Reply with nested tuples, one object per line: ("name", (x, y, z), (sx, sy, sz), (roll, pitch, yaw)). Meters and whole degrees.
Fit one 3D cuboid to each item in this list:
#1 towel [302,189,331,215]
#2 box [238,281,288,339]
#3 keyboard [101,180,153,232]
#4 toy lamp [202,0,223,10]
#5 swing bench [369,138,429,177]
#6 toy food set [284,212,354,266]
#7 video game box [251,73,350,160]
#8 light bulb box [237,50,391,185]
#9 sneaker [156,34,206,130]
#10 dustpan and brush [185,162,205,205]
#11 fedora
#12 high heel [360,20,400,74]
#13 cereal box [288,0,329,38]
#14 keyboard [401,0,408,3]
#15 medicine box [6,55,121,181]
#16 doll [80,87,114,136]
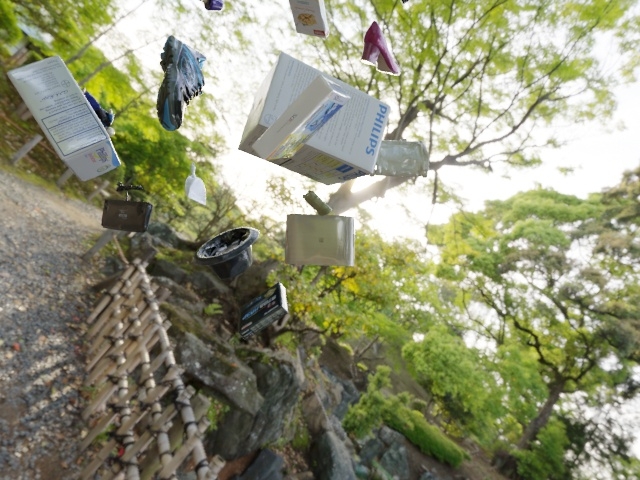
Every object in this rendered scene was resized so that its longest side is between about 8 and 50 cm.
("towel", (-0.014, -0.126, 1.389), (0.110, 0.027, 0.148), (43, -8, -9))
("box", (-0.241, 0.292, 1.678), (0.051, 0.220, 0.175), (52, 10, -27))
("keyboard", (-0.777, -0.137, 1.616), (0.317, 0.201, 0.033), (7, -3, 33))
("toy lamp", (-0.545, -1.045, 1.708), (0.275, 0.080, 0.080), (-3, 26, -43))
("swing bench", (0.288, -0.354, 1.704), (0.254, 0.165, 0.255), (-1, 12, -16))
("toy food set", (0.000, 0.000, 1.746), (0.306, 0.219, 0.092), (2, -4, -5))
("video game box", (-0.036, -0.263, 0.884), (0.048, 0.205, 0.187), (50, 21, 1))
("light bulb box", (-0.036, -0.352, 1.276), (0.361, 0.225, 0.358), (19, -5, -21))
("sneaker", (-0.424, -0.484, 1.250), (0.140, 0.340, 0.125), (12, -26, -35))
("dustpan and brush", (-0.632, -0.294, 2.017), (0.060, 0.211, 0.147), (-1, -12, 18))
("fedora", (-0.405, 0.070, 1.825), (0.334, 0.334, 0.152), (25, -42, 58))
("high heel", (0.335, -0.956, 2.033), (0.127, 0.181, 0.377), (25, 20, 26))
("cereal box", (-0.058, -1.073, 1.878), (0.173, 0.047, 0.240), (22, -19, 21))
("keyboard", (0.339, -1.025, 1.625), (0.038, 0.100, 0.192), (58, 17, 20))
("medicine box", (-0.786, -0.368, 1.266), (0.289, 0.149, 0.263), (60, -20, -4))
("doll", (-0.854, -0.474, 1.519), (0.046, 0.129, 0.189), (-109, 173, -47))
